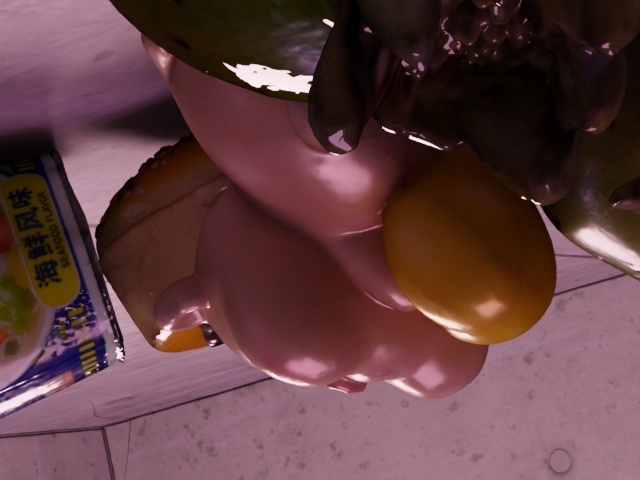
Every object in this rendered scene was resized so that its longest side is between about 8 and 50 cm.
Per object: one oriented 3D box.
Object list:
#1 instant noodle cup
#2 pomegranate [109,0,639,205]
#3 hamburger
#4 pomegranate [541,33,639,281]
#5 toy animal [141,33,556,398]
[{"bbox_3d":[-0.338,0.061,1.490,0.312,0.284,0.284,-19,171,-10],"label":"instant noodle cup"},{"bbox_3d":[0.017,-0.156,0.628,0.242,0.242,0.306,-11,-160,-11],"label":"pomegranate"},{"bbox_3d":[-0.049,-0.020,1.541,0.300,0.176,0.300,-18,171,-3],"label":"hamburger"},{"bbox_3d":[0.288,-0.064,1.273,0.290,0.323,0.291,0,129,0],"label":"pomegranate"},{"bbox_3d":[0.007,0.011,1.261,0.247,0.277,0.345,-48,135,12],"label":"toy animal"}]
